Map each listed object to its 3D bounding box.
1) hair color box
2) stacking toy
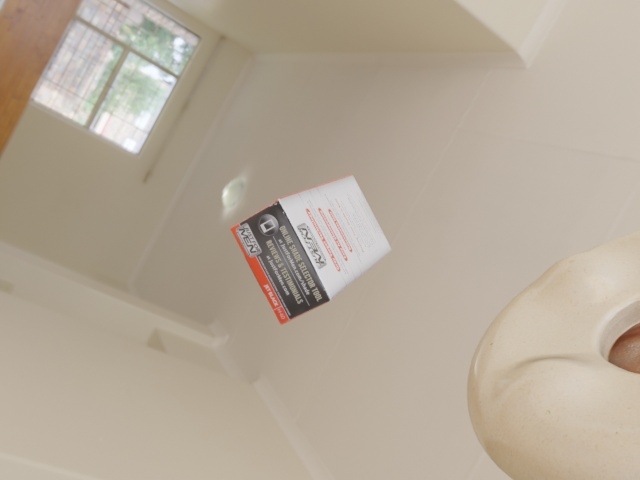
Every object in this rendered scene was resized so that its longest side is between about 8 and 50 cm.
[{"bbox_3d":[0.000,0.000,0.462,0.043,0.072,0.141,-27,180,24],"label":"hair color box"},{"bbox_3d":[0.367,0.246,0.561,0.350,0.480,0.351,-25,-165,7],"label":"stacking toy"}]
